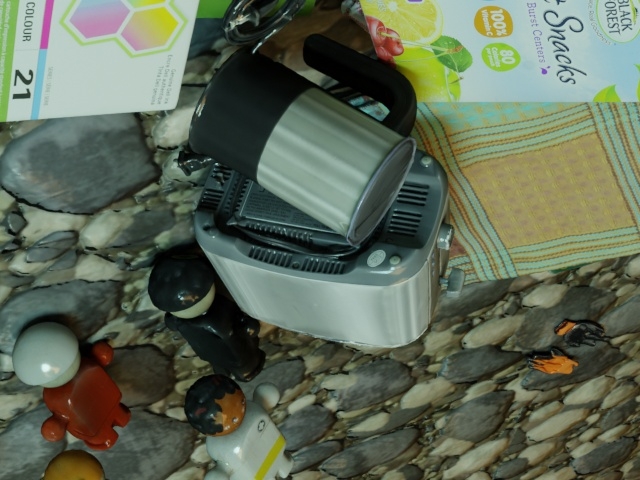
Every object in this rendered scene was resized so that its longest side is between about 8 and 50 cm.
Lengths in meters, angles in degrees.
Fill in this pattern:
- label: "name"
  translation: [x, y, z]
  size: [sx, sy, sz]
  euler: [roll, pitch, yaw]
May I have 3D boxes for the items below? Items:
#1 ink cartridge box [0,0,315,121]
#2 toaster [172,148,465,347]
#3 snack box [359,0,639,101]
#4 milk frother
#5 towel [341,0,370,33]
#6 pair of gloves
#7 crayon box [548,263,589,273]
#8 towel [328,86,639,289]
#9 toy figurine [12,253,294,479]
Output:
- label: "ink cartridge box"
  translation: [-0.090, -0.180, 0.920]
  size: [0.255, 0.097, 0.189]
  euler: [-5, 140, -22]
- label: "toaster"
  translation: [0.000, 0.000, 1.140]
  size: [0.227, 0.129, 0.146]
  euler: [9, 151, 17]
- label: "snack box"
  translation: [0.131, -0.172, 0.958]
  size: [0.207, 0.070, 0.174]
  euler: [1, 143, 20]
- label: "milk frother"
  translation: [-0.005, -0.091, 0.955]
  size: [0.129, 0.134, 0.143]
  euler: [-58, 166, -8]
- label: "towel"
  translation: [0.127, -0.207, 1.067]
  size: [0.197, 0.029, 0.144]
  euler: [-39, 141, 25]
- label: "pair of gloves"
  translation: [0.266, 0.116, 1.566]
  size: [0.074, 0.010, 0.083]
  euler: [13, 128, -37]
- label: "crayon box"
  translation: [0.341, -0.098, 1.275]
  size: [0.318, 0.081, 0.202]
  euler: [-17, 143, -10]
- label: "towel"
  translation: [0.210, -0.067, 1.144]
  size: [0.370, 0.040, 0.271]
  euler: [-13, 138, 22]
- label: "toy figurine"
  translation: [-0.141, 0.137, 1.203]
  size: [0.213, 0.209, 0.148]
  euler: [-24, 134, 5]
